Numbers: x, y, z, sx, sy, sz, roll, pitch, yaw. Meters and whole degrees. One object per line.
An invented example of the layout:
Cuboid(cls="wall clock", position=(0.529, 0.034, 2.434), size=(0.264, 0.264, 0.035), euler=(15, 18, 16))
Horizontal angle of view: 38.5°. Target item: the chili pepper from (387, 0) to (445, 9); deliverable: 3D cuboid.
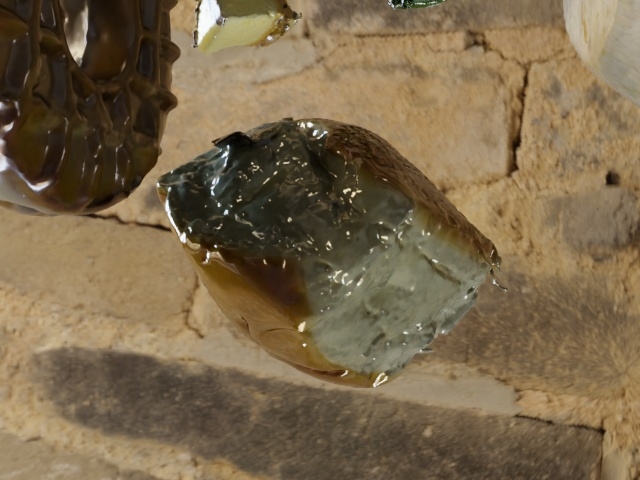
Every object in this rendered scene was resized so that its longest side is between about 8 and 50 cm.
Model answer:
Cuboid(cls="chili pepper", position=(0.191, -0.382, 1.333), size=(0.216, 0.062, 0.108), euler=(-1, -103, 15))

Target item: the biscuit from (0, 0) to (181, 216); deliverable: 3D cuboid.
Cuboid(cls="biscuit", position=(-0.211, -0.179, 0.728), size=(0.103, 0.332, 0.332), euler=(-2, -99, 16))

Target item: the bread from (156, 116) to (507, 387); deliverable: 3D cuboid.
Cuboid(cls="bread", position=(0.000, 0.000, 0.868), size=(0.225, 0.279, 0.250), euler=(-48, -125, 4))

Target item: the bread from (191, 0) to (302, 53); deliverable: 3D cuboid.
Cuboid(cls="bread", position=(-0.129, -0.371, 1.421), size=(0.127, 0.147, 0.152), euler=(-24, -98, 53))

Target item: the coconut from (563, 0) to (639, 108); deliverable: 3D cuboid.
Cuboid(cls="coconut", position=(0.347, -0.227, 0.595), size=(0.360, 0.346, 0.346), euler=(-3, -99, 6))
